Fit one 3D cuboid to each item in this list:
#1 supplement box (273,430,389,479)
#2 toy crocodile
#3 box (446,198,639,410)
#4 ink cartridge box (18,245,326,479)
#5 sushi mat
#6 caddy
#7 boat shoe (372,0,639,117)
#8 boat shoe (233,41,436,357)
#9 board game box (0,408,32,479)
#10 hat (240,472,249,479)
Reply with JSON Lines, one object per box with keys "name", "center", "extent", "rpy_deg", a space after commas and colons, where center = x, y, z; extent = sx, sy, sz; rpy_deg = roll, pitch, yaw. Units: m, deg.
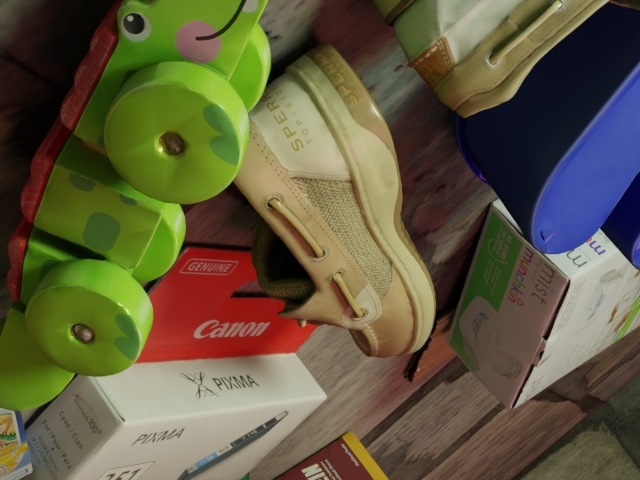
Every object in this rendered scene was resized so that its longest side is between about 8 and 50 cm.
{"name": "supplement box", "center": [-0.009, 0.385, 1.442], "extent": [0.191, 0.129, 0.194], "rpy_deg": [-29, 155, -23]}
{"name": "toy crocodile", "center": [-0.107, -0.037, 0.571], "extent": [0.340, 0.105, 0.115], "rpy_deg": [-58, -167, 35]}
{"name": "box", "center": [0.285, 0.036, 1.219], "extent": [0.231, 0.126, 0.262], "rpy_deg": [-27, 150, -24]}
{"name": "ink cartridge box", "center": [-0.088, 0.122, 0.924], "extent": [0.261, 0.066, 0.296], "rpy_deg": [-47, 156, 20]}
{"name": "sushi mat", "center": [0.246, 0.071, 1.390], "extent": [0.317, 0.019, 0.151], "rpy_deg": [-27, 153, -26]}
{"name": "caddy", "center": [0.255, -0.135, 0.833], "extent": [0.241, 0.179, 0.341], "rpy_deg": [11, 130, -31]}
{"name": "boat shoe", "center": [0.184, -0.182, 0.647], "extent": [0.302, 0.103, 0.113], "rpy_deg": [-30, 180, 9]}
{"name": "boat shoe", "center": [0.000, 0.000, 0.782], "extent": [0.110, 0.121, 0.341], "rpy_deg": [-31, 146, -7]}
{"name": "board game box", "center": [-0.297, 0.167, 0.732], "extent": [0.201, 0.035, 0.136], "rpy_deg": [-28, 155, -24]}
{"name": "hat", "center": [-0.100, 0.323, 1.122], "extent": [0.209, 0.183, 0.173], "rpy_deg": [-28, 155, -24]}
